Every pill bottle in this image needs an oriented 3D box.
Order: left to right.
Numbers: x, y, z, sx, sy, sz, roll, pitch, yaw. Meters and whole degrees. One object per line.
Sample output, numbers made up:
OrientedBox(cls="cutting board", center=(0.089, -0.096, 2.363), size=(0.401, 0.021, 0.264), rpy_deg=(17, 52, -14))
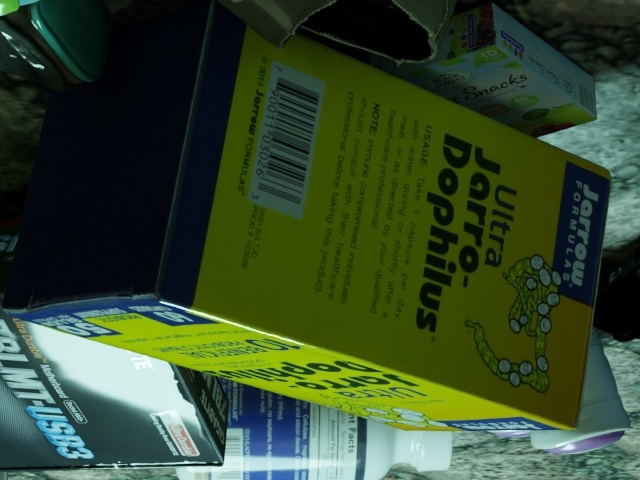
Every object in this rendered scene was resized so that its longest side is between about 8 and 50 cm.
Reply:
OrientedBox(cls="pill bottle", center=(-0.007, 0.161, 1.684), size=(0.264, 0.153, 0.153), rpy_deg=(1, 157, -3))

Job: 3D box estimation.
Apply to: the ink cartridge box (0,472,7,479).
OrientedBox(cls="ink cartridge box", center=(-0.495, 0.227, 1.668), size=(0.384, 0.279, 0.160), rpy_deg=(4, 158, -9))

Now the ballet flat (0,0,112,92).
OrientedBox(cls="ballet flat", center=(-0.192, -0.164, 0.993), size=(0.096, 0.095, 0.280), rpy_deg=(12, 158, 8))

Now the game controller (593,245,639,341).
OrientedBox(cls="game controller", center=(0.353, 0.025, 1.460), size=(0.166, 0.067, 0.319), rpy_deg=(18, 154, -9))

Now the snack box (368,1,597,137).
OrientedBox(cls="snack box", center=(0.113, -0.108, 1.194), size=(0.100, 0.037, 0.141), rpy_deg=(-17, 153, 33))

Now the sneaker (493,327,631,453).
OrientedBox(cls="sneaker", center=(0.209, 0.114, 1.656), size=(0.114, 0.152, 0.305), rpy_deg=(-14, -178, -13))

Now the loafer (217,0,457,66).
OrientedBox(cls="loafer", center=(-0.020, -0.163, 0.996), size=(0.251, 0.087, 0.094), rpy_deg=(11, 155, -26))

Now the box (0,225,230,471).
OrientedBox(cls="box", center=(-0.245, 0.094, 1.382), size=(0.293, 0.073, 0.295), rpy_deg=(-2, 147, 10))

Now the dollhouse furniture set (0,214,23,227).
OrientedBox(cls="dollhouse furniture set", center=(-0.198, 0.052, 1.504), size=(0.262, 0.135, 0.259), rpy_deg=(-13, 143, 26))

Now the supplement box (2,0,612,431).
OrientedBox(cls="supplement box", center=(0.000, 0.000, 1.184), size=(0.356, 0.195, 0.194), rpy_deg=(19, 164, -35))

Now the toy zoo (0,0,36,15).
OrientedBox(cls="toy zoo", center=(-0.093, -0.206, 0.841), size=(0.293, 0.030, 0.192), rpy_deg=(-22, 152, -10))

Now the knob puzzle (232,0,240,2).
OrientedBox(cls="knob puzzle", center=(0.022, -0.205, 0.877), size=(0.213, 0.030, 0.213), rpy_deg=(-21, 152, -12))
